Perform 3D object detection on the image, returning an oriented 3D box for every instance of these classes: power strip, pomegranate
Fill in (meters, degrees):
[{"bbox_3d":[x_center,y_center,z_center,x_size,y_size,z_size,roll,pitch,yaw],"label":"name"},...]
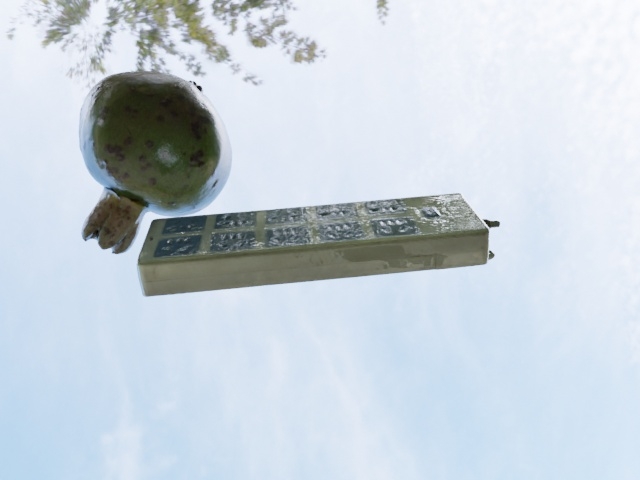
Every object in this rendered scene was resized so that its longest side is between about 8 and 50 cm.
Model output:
[{"bbox_3d":[0.000,0.000,0.642,0.367,0.106,0.043,-5,-64,-3],"label":"power strip"},{"bbox_3d":[-0.225,-0.099,0.818,0.202,0.202,0.248,32,-92,-26],"label":"pomegranate"}]
